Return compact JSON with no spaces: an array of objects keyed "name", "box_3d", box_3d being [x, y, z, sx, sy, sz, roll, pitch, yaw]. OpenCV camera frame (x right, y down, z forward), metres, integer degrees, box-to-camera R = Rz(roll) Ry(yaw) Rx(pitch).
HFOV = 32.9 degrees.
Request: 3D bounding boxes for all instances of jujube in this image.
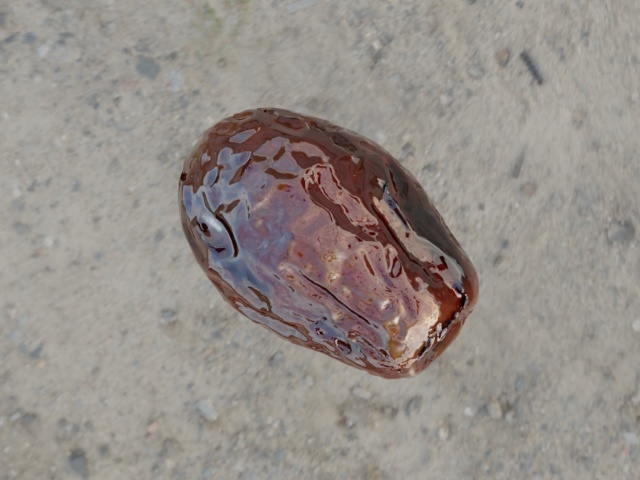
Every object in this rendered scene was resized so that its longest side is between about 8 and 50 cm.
[{"name":"jujube","box_3d":[0.000,0.000,0.965,0.290,0.197,0.197,39,114,18]}]
